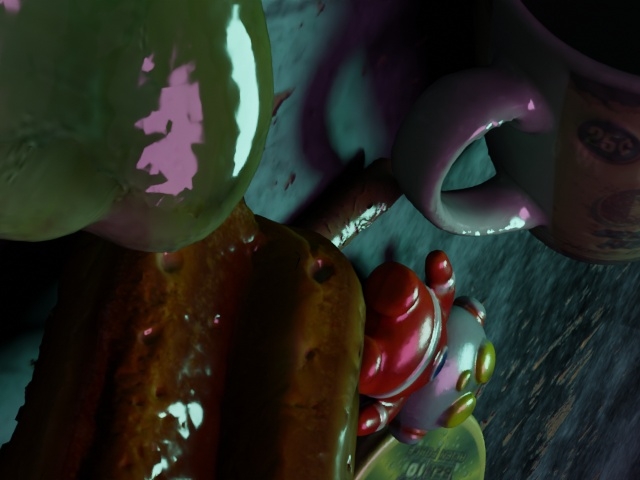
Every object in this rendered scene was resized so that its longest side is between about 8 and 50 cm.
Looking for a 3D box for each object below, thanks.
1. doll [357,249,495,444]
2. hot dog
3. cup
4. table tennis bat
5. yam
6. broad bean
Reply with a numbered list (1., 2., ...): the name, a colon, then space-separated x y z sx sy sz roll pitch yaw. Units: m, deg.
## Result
1. doll: 0.073 0.087 0.996 0.142 0.076 0.245 -60 152 -6
2. hot dog: -0.069 0.125 0.554 0.117 0.158 0.348 -36 -144 43
3. cup: 0.173 -0.082 0.865 0.301 0.227 0.257 -31 150 -20
4. table tennis bat: 0.040 0.276 1.123 0.198 0.050 0.320 22 93 -50
5. yam: 0.000 0.000 0.807 0.145 0.032 0.032 -44 151 -35
6. broad bean: -0.087 -0.081 0.473 0.228 0.100 0.169 19 92 -64
